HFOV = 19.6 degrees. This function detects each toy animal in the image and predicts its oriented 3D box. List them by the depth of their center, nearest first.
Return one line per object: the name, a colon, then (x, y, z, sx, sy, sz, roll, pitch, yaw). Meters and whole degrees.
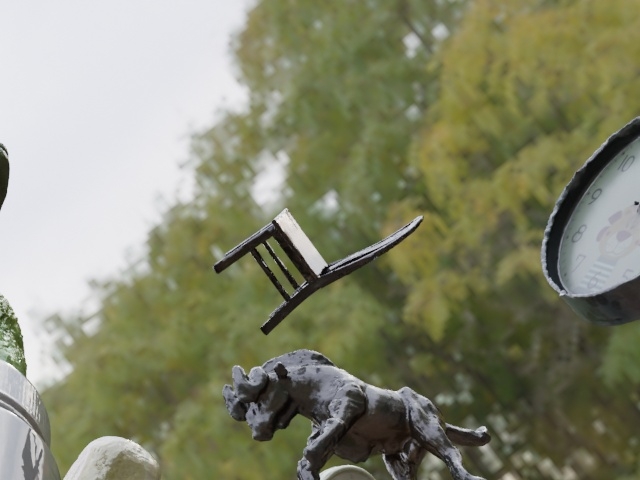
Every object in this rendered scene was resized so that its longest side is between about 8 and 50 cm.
toy animal: (0.040, 0.153, 1.500, 0.233, 0.148, 0.084, 11, -46, -14)

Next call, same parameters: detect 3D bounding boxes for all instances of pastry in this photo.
pastry: (-0.250, 0.298, 2.109, 0.156, 0.092, 0.156, -58, 10, 16)

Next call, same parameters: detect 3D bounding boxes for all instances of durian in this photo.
durian: (-0.354, 0.146, 1.948, 0.139, 0.101, 0.250, -56, 21, 19)

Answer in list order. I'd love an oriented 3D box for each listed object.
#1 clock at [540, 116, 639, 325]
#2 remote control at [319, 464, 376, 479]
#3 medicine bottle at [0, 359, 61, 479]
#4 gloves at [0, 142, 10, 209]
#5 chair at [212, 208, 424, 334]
clock: (0.402, -0.037, 2.290, 0.312, 0.061, 0.312, -41, 27, 25)
remote control: (0.001, 0.315, 1.711, 0.042, 0.078, 0.221, -24, 45, 60)
medicine bottle: (-0.334, 0.252, 1.643, 0.208, 0.208, 0.339, -40, 22, 13)
gloves: (-0.285, 0.024, 1.205, 0.107, 0.135, 0.268, -58, 0, 44)
chair: (0.000, 0.000, 2.023, 0.212, 0.101, 0.084, -36, 4, 12)
